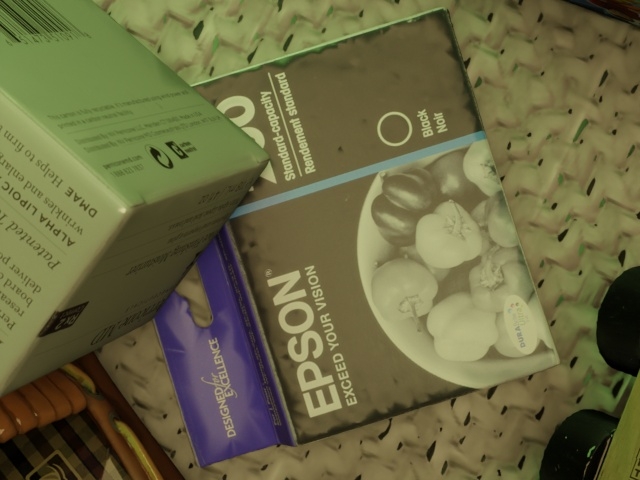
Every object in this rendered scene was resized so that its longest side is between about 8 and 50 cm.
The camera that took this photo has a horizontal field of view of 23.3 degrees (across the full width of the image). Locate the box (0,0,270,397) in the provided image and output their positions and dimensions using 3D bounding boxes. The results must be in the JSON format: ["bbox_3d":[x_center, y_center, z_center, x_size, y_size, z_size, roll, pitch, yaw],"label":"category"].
[{"bbox_3d":[-0.150,-0.042,0.758,0.182,0.181,0.119,41,110,7],"label":"box"}]

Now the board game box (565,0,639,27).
[{"bbox_3d":[0.166,-0.132,0.778,0.201,0.136,0.035,22,93,15],"label":"board game box"}]

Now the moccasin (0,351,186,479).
[{"bbox_3d":[-0.172,0.105,0.790,0.139,0.147,0.380,-36,88,-1],"label":"moccasin"}]

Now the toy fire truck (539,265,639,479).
[{"bbox_3d":[0.247,0.149,0.807,0.158,0.246,0.217,18,86,46],"label":"toy fire truck"}]

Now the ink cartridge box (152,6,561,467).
[{"bbox_3d":[0.000,0.000,0.845,0.208,0.045,0.206,-18,88,1],"label":"ink cartridge box"}]
